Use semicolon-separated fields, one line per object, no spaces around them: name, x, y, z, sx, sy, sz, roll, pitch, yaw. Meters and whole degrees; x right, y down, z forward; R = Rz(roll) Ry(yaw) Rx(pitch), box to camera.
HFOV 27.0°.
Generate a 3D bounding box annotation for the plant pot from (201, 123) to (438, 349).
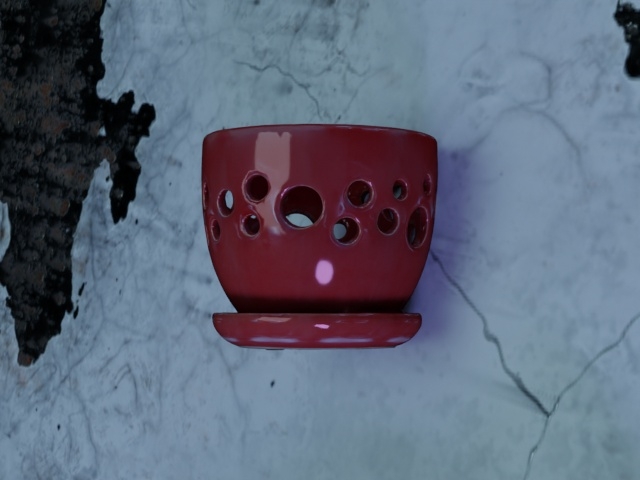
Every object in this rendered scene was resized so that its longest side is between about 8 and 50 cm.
plant pot;0.000;0.000;1.070;0.191;0.191;0.174;-5;84;48
